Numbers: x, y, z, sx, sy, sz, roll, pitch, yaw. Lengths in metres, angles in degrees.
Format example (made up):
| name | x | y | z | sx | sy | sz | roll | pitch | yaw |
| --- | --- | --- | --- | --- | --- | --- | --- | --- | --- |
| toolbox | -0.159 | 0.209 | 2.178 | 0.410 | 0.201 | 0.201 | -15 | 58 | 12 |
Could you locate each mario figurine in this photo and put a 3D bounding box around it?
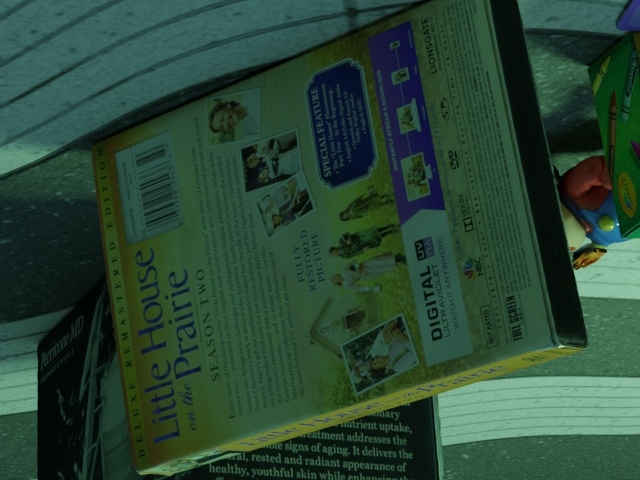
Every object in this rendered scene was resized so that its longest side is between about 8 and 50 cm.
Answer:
| name | x | y | z | sx | sy | sz | roll | pitch | yaw |
| --- | --- | --- | --- | --- | --- | --- | --- | --- | --- |
| mario figurine | 0.275 | -0.008 | 1.900 | 0.320 | 0.170 | 0.198 | -16 | 127 | -1 |

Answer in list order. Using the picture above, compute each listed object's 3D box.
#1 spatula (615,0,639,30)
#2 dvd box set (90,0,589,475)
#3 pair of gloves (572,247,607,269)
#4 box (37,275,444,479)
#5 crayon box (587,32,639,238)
| name | x | y | z | sx | sy | sz | roll | pitch | yaw |
| --- | --- | --- | --- | --- | --- | --- | --- | --- | --- |
| spatula | 0.312 | -0.205 | 1.521 | 0.084 | 0.030 | 0.296 | -6 | 177 | -9 |
| dvd box set | 0.000 | 0.000 | 1.611 | 0.420 | 0.307 | 0.062 | -21 | 160 | 31 |
| pair of gloves | 0.283 | 0.021 | 2.249 | 0.083 | 0.010 | 0.074 | 2 | 160 | -21 |
| box | -0.099 | 0.273 | 2.074 | 0.297 | 0.472 | 0.480 | 8 | 155 | -24 |
| crayon box | 0.386 | -0.089 | 1.733 | 0.278 | 0.165 | 0.081 | 0 | 159 | -25 |
